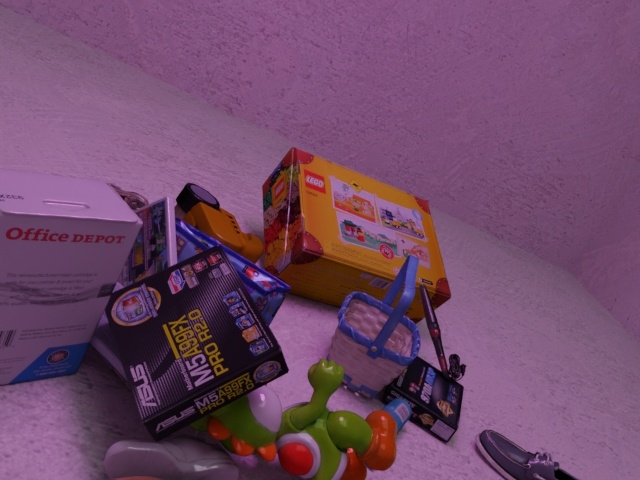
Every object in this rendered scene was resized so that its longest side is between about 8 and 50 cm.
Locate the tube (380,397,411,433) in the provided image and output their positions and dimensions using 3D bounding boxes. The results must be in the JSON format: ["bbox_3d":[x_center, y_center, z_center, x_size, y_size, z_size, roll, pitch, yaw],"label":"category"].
[{"bbox_3d":[0.124,0.387,1.276,0.080,0.052,0.207,32,25,22],"label":"tube"}]

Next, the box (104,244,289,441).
[{"bbox_3d":[-0.202,0.144,0.968,0.216,0.060,0.270,-25,44,-13],"label":"box"}]

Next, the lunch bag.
[{"bbox_3d":[-0.245,0.108,1.177,0.293,0.221,0.138,32,7,15],"label":"lunch bag"}]

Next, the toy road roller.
[{"bbox_3d":[-0.239,0.039,1.415,0.241,0.202,0.329,29,15,-32],"label":"toy road roller"}]

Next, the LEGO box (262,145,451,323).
[{"bbox_3d":[0.098,-0.002,1.789,0.500,0.193,0.372,19,45,-27],"label":"LEGO box"}]

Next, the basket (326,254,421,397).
[{"bbox_3d":[0.142,0.186,1.421,0.201,0.289,0.255,25,23,4],"label":"basket"}]

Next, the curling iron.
[{"bbox_3d":[0.304,0.237,1.609,0.068,0.035,0.274,5,53,-35],"label":"curling iron"}]

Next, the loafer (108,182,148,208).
[{"bbox_3d":[-0.515,-0.109,1.630,0.125,0.045,0.039,23,37,1],"label":"loafer"}]

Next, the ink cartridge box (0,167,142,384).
[{"bbox_3d":[-0.437,0.058,0.925,0.223,0.307,0.129,3,32,-51],"label":"ink cartridge box"}]

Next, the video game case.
[{"bbox_3d":[-0.348,0.036,1.180,0.023,0.183,0.201,31,45,-55],"label":"video game case"}]

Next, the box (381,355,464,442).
[{"bbox_3d":[0.250,0.364,1.487,0.175,0.051,0.220,33,20,8],"label":"box"}]

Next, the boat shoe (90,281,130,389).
[{"bbox_3d":[-0.347,0.179,1.077,0.109,0.094,0.302,-24,52,-33],"label":"boat shoe"}]

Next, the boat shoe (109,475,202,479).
[{"bbox_3d":[-0.214,0.363,0.831,0.207,0.073,0.073,14,23,-36],"label":"boat shoe"}]

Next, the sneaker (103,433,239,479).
[{"bbox_3d":[-0.227,0.322,0.929,0.212,0.080,0.094,26,12,-37],"label":"sneaker"}]

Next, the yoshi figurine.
[{"bbox_3d":[-0.059,0.284,1.051,0.362,0.203,0.203,27,-13,-25],"label":"yoshi figurine"}]

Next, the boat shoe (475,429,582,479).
[{"bbox_3d":[0.503,0.513,1.398,0.319,0.099,0.116,34,21,13],"label":"boat shoe"}]
